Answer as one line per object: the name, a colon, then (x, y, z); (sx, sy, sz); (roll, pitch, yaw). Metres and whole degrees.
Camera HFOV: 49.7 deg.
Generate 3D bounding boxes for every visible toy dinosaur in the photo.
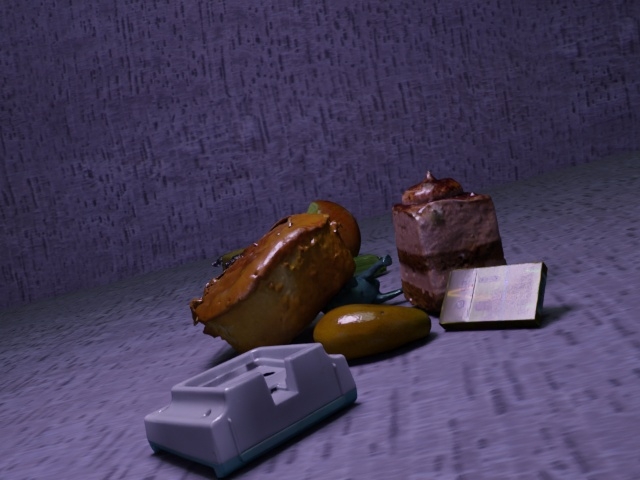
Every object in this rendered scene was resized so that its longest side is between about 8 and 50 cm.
toy dinosaur: (0.036, 0.148, 1.644); (0.383, 0.130, 0.330); (-22, 0, -43)

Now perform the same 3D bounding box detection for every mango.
mango: (0.099, 0.166, 1.299); (0.227, 0.099, 0.136); (-6, 0, -5)

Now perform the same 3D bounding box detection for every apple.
apple: (0.000, 0.000, 2.198); (0.246, 0.246, 0.226); (-6, 19, 48)

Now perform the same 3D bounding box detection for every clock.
clock: (-0.113, 0.238, 1.065); (0.262, 0.116, 0.231); (-18, 7, -38)

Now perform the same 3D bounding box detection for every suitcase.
suitcase: (-0.218, 0.092, 2.310); (0.234, 0.143, 0.194); (-18, 7, -24)

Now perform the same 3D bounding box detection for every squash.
squash: (0.090, 0.090, 1.996); (0.219, 0.077, 0.068); (-15, -34, -15)

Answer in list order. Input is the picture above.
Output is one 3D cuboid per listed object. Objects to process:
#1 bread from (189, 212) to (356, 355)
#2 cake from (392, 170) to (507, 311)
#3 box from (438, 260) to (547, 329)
bread: (-0.096, 0.096, 1.472); (0.358, 0.204, 0.337); (-43, 3, -24)
cake: (0.274, -0.007, 1.481); (0.196, 0.293, 0.198); (-11, 6, -11)
box: (0.320, 0.105, 1.290); (0.193, 0.030, 0.122); (-8, 52, 39)
